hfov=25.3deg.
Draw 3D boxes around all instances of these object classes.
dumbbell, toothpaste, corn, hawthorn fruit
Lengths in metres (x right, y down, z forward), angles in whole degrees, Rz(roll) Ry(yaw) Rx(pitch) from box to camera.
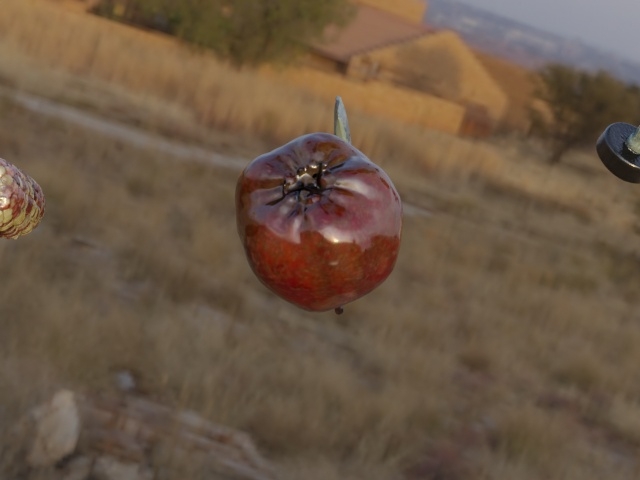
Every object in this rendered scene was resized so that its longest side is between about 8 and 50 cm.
[{"bbox_3d":[0.496,-0.178,2.102,0.100,0.191,0.100,17,46,-19],"label":"dumbbell"},{"bbox_3d":[0.044,-0.141,2.519,0.038,0.233,0.060,-5,35,5],"label":"toothpaste"},{"bbox_3d":[-0.398,-0.050,1.769,0.098,0.098,0.290,18,-4,-2],"label":"corn"},{"bbox_3d":[0.000,0.000,1.728,0.208,0.208,0.248,24,-32,25],"label":"hawthorn fruit"}]
